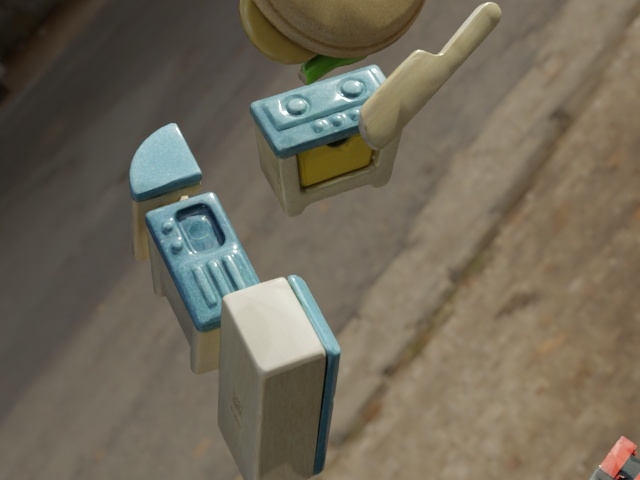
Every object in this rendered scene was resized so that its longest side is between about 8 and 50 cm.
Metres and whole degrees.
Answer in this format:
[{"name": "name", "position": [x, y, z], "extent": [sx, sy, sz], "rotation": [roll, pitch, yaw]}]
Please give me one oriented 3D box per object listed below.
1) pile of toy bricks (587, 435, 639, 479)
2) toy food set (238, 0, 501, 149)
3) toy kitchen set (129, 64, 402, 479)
[{"name": "pile of toy bricks", "position": [0.142, 0.203, 1.005], "extent": [0.212, 0.105, 0.118], "rotation": [-44, -16, -46]}, {"name": "toy food set", "position": [0.001, -0.152, 1.036], "extent": [0.132, 0.192, 0.038], "rotation": [-45, 19, -27]}, {"name": "toy kitchen set", "position": [0.000, 0.000, 1.074], "extent": [0.166, 0.207, 0.122], "rotation": [-18, -33, -17]}]
